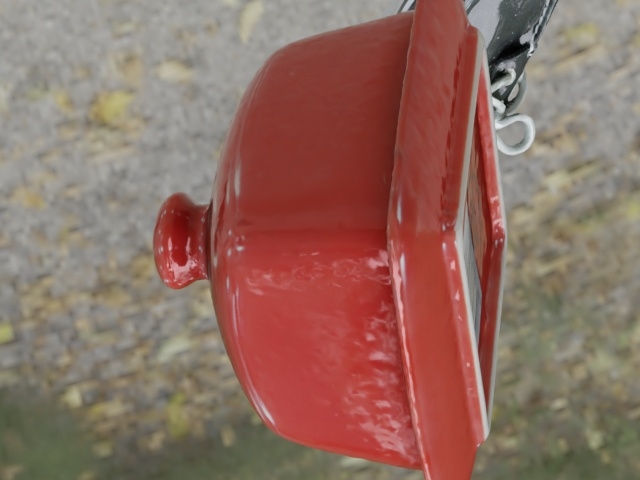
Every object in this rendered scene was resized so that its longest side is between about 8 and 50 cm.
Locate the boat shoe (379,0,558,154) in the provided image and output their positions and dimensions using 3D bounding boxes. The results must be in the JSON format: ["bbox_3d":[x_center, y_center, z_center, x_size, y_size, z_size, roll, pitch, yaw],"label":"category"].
[{"bbox_3d":[0.079,-0.102,1.238,0.113,0.105,0.306,6,145,-35],"label":"boat shoe"}]

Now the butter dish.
[{"bbox_3d":[0.000,0.000,0.694,0.118,0.160,0.160,-1,135,11],"label":"butter dish"}]
